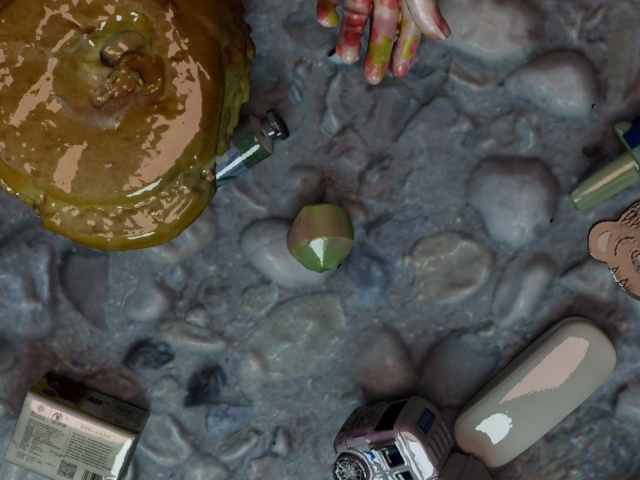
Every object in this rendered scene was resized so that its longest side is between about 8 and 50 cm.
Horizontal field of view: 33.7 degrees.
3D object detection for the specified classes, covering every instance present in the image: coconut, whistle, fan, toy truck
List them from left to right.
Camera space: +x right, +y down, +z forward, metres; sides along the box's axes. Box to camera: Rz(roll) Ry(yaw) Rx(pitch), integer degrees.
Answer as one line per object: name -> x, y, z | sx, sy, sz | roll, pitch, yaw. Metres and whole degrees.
coconut -> 0.000, 0.000, 1.291 | 0.083, 0.082, 0.081 | -9, 69, -1
toy truck -> 0.138, 0.324, 1.313 | 0.155, 0.124, 0.268 | -23, 100, 27
whistle -> 0.396, -0.110, 1.218 | 0.244, 0.110, 0.092 | -31, 67, 12
fan -> 0.443, 0.039, 1.294 | 0.152, 0.008, 0.227 | -37, 97, 12

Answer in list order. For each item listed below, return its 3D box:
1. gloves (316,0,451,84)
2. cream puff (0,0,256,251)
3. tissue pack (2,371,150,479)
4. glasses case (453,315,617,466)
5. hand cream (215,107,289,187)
gloves -> 0.066, -0.297, 1.196 | 0.145, 0.126, 0.241 | -7, 138, 15
cream puff -> -0.222, -0.165, 1.191 | 0.327, 0.231, 0.343 | -24, 94, 5
tissue pack -> -0.313, 0.252, 1.367 | 0.148, 0.099, 0.106 | 23, 102, -1
glasses case -> 0.266, 0.191, 1.319 | 0.092, 0.059, 0.233 | 43, 106, -2
hand cream -> -0.153, -0.082, 1.303 | 0.256, 0.055, 0.088 | -28, 95, 18
